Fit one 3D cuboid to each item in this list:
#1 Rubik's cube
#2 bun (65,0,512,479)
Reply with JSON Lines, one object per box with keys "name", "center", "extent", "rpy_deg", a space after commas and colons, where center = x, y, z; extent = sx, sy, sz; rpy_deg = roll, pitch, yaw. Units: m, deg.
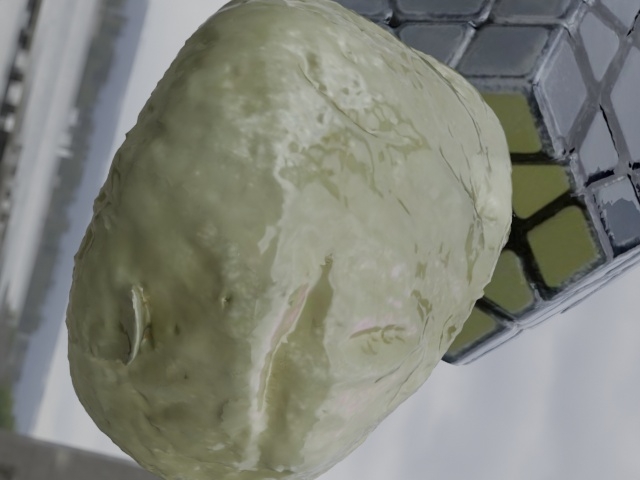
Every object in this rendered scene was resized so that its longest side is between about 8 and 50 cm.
{"name": "Rubik's cube", "center": [0.089, -0.074, 1.084], "extent": [0.264, 0.319, 0.319], "rpy_deg": [59, -21, 9]}
{"name": "bun", "center": [0.000, 0.000, 0.744], "extent": [0.244, 0.153, 0.244], "rpy_deg": [19, 90, -74]}
